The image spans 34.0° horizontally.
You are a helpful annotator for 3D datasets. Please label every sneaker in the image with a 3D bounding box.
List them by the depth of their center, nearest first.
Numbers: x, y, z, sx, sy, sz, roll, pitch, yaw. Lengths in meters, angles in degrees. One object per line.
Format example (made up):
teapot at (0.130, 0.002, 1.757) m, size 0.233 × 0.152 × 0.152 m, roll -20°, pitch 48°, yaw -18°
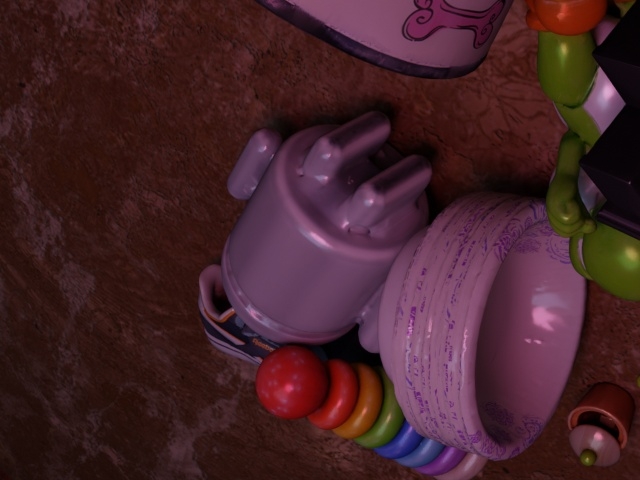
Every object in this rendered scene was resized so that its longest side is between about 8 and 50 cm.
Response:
sneaker at (-0.049, 0.119, 1.468) m, size 0.321 × 0.126 × 0.127 m, roll 13°, pitch 136°, yaw 32°

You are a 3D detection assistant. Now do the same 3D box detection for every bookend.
bookend at (0.264, -0.105, 0.849) m, size 0.156 × 0.157 × 0.072 m, roll 41°, pitch 176°, yaw -37°

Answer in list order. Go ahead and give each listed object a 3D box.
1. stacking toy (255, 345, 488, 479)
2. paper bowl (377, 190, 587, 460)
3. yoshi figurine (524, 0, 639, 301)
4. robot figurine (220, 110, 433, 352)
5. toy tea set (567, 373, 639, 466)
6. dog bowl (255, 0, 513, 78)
stacking toy at (0.062, 0.213, 1.330) m, size 0.330 × 0.141 × 0.141 m, roll 19°, pitch 148°, yaw -29°
paper bowl at (0.170, 0.086, 1.152) m, size 0.148 × 0.284 × 0.284 m, roll 10°, pitch 129°, yaw 36°
yoshi figurine at (0.293, -0.089, 0.988) m, size 0.203 × 0.203 × 0.362 m, roll 7°, pitch 130°, yaw 26°
robot figurine at (0.000, 0.000, 1.276) m, size 0.300 × 0.200 × 0.353 m, roll 52°, pitch 140°, yaw 14°
toy tea set at (0.430, 0.224, 1.180) m, size 0.200 × 0.124 × 0.336 m, roll 50°, pitch 138°, yaw -7°
dog bowl at (0.022, -0.328, 0.869) m, size 0.408 × 0.408 × 0.150 m, roll 42°, pitch 123°, yaw 2°
